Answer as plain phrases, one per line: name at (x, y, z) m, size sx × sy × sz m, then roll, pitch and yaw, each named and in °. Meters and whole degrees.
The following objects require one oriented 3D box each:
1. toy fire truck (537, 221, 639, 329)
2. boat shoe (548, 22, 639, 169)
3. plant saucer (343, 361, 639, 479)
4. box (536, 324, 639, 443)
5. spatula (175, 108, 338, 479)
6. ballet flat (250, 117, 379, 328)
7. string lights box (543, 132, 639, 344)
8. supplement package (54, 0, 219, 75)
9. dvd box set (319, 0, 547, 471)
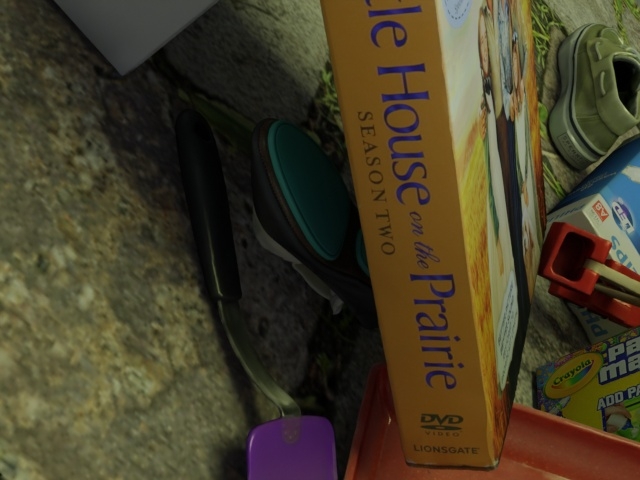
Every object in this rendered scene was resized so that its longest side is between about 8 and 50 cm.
toy fire truck at (0.261, 0.044, 0.836) m, size 0.192 × 0.135 × 0.047 m, roll 24°, pitch 87°, yaw -6°
boat shoe at (0.352, -0.189, 1.199) m, size 0.109 × 0.094 × 0.302 m, roll 47°, pitch 37°, yaw -18°
plant saucer at (0.126, 0.216, 0.579) m, size 0.259 × 0.047 × 0.258 m, roll 17°, pitch 44°, yaw 0°
box at (0.328, 0.252, 0.783) m, size 0.290 × 0.177 × 0.279 m, roll 38°, pitch 39°, yaw -29°
spatula at (-0.044, 0.054, 0.585) m, size 0.084 × 0.030 × 0.296 m, roll 5°, pitch 62°, yaw -54°
ballet flat at (0.000, 0.000, 0.641) m, size 0.203 × 0.074 × 0.074 m, roll 43°, pitch 37°, yaw -40°
string lights box at (0.327, -0.016, 1.023) m, size 0.260 × 0.077 × 0.133 m, roll -37°, pitch 96°, yaw -44°
supplement package at (-0.079, -0.282, 0.636) m, size 0.198 × 0.199 × 0.262 m, roll 49°, pitch 36°, yaw -17°
dvd box set at (0.081, -0.122, 0.597) m, size 0.307 × 0.062 × 0.420 m, roll -60°, pitch 144°, yaw -55°
